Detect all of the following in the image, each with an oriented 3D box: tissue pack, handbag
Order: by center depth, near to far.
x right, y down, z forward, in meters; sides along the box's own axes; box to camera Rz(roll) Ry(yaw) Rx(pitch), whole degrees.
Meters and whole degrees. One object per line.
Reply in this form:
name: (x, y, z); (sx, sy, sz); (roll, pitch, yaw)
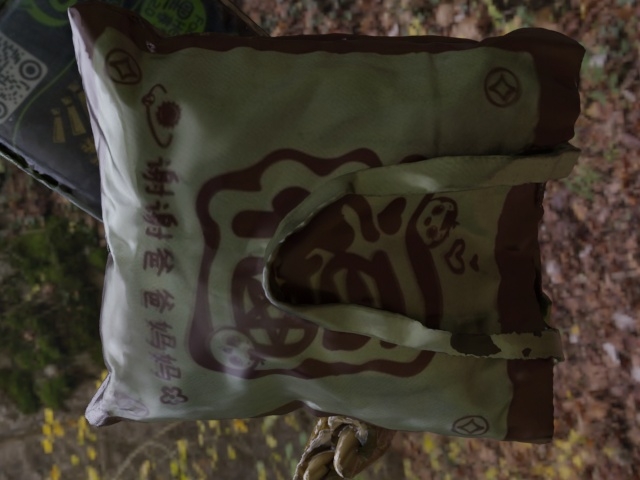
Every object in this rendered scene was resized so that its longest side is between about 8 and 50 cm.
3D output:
handbag: (0.000, 0.000, 0.451); (0.127, 0.234, 0.213); (-82, -5, -73)
tissue pack: (-0.125, -0.103, 0.625); (0.235, 0.173, 0.073); (36, -164, -32)

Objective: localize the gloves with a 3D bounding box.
gloves: (0.036, 0.177, 1.236); (0.356, 0.155, 0.203); (-78, -29, -60)
